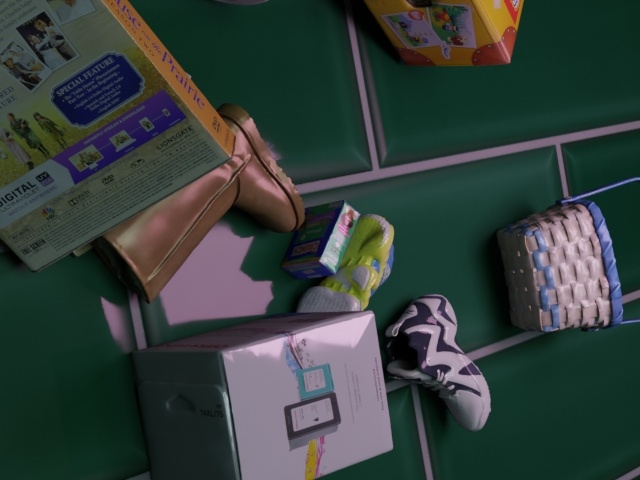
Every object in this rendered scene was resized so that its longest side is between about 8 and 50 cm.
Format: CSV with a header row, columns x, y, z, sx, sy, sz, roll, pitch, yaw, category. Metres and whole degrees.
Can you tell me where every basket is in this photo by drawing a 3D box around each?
x,y,z,sx,sy,sz,roll,pitch,yaw,category
0.464,0.034,2.104,0.288,0.201,0.255,-10,94,-12,basket

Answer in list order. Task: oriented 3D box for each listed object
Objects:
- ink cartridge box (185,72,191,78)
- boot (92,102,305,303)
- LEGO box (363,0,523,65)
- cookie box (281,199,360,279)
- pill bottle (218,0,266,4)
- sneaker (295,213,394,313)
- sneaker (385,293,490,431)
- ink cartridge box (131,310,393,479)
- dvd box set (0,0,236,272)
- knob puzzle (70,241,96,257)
x,y,z,sx,sy,sz,roll,pitch,yaw,category
-0.278,-0.182,1.476,0.176,0.127,0.128,33,62,-19,ink cartridge box
-0.160,-0.019,1.630,0.269,0.089,0.236,-51,127,-26,boot
0.159,-0.551,1.801,0.500,0.193,0.373,45,54,-54,LEGO box
0.000,0.000,1.768,0.040,0.091,0.107,38,61,-31,cookie box
-0.107,-0.480,1.676,0.152,0.152,0.272,22,71,-40,pill bottle
0.047,0.082,1.804,0.240,0.091,0.126,-57,155,-4,sneaker
0.171,0.216,1.905,0.153,0.094,0.235,-27,104,-40,sneaker
-0.076,0.213,1.600,0.270,0.198,0.197,-11,94,-42,ink cartridge box
-0.338,-0.184,1.339,0.420,0.307,0.062,51,23,-27,dvd box set
-0.289,-0.104,1.548,0.213,0.030,0.213,6,82,-42,knob puzzle
